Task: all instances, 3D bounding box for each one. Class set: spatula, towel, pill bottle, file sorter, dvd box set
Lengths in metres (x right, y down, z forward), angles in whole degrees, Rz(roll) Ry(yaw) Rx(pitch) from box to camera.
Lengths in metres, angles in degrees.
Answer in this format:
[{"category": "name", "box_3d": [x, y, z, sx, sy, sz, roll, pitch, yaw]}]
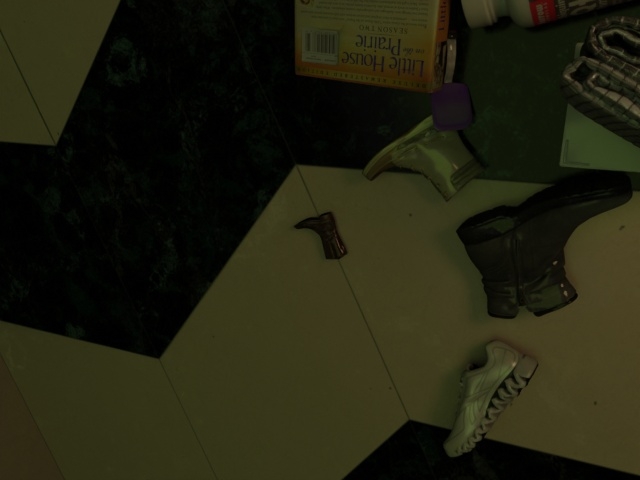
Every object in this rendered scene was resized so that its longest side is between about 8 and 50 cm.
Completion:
[{"category": "spatula", "box_3d": [0.249, -0.361, 1.117, 0.084, 0.030, 0.297, -5, 100, -10]}, {"category": "towel", "box_3d": [0.465, -0.183, 0.775, 0.283, 0.235, 0.121, 35, 109, 11]}, {"category": "pill bottle", "box_3d": [0.394, -0.454, 0.952, 0.318, 0.176, 0.177, -7, 102, 26]}, {"category": "file sorter", "box_3d": [0.554, -0.217, 0.952, 0.277, 0.173, 0.193, 8, 108, 22]}, {"category": "dvd box set", "box_3d": [0.090, -0.495, 1.038, 0.307, 0.062, 0.421, 16, 120, 31]}]

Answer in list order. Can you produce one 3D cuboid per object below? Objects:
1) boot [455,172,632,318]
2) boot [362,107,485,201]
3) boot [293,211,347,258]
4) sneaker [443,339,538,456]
[{"category": "boot", "box_3d": [0.450, 0.018, 1.119, 0.338, 0.118, 0.223, -21, 99, 39]}, {"category": "boot", "box_3d": [0.206, -0.143, 1.186, 0.213, 0.077, 0.165, -35, 89, 21]}, {"category": "boot", "box_3d": [0.000, 0.000, 1.352, 0.106, 0.037, 0.114, -14, 104, 30]}, {"category": "sneaker", "box_3d": [0.344, 0.342, 1.265, 0.118, 0.110, 0.292, 36, 109, 19]}]
